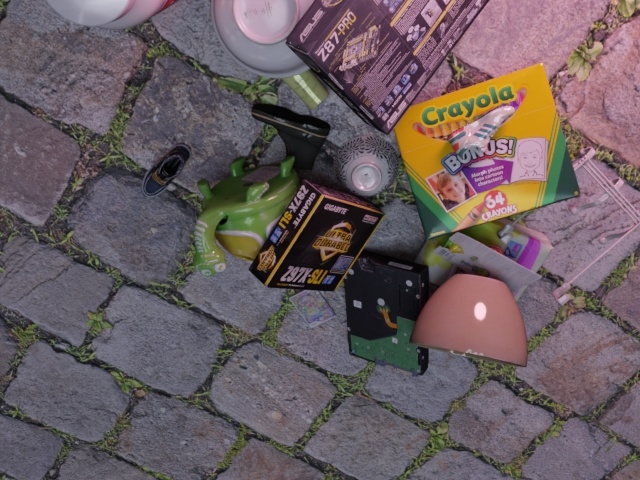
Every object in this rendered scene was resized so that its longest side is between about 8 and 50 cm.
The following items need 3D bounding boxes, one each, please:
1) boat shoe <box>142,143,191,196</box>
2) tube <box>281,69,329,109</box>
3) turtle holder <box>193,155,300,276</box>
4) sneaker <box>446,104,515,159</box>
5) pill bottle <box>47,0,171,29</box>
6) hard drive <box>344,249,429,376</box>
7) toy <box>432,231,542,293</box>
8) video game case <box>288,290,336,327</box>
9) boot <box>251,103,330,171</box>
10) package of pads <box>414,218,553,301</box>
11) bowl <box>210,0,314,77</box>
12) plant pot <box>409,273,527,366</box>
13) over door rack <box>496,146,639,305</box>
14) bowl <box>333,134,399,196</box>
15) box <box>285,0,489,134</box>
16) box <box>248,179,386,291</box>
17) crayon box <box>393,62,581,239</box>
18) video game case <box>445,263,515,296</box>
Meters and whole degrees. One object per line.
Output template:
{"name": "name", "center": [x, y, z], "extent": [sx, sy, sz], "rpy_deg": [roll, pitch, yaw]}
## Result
{"name": "boat shoe", "center": [-0.407, -0.170, 1.683], "extent": [0.065, 0.083, 0.183], "rpy_deg": [39, 114, -16]}
{"name": "tube", "center": [-0.080, -0.416, 1.551], "extent": [0.240, 0.062, 0.070], "rpy_deg": [48, 67, -13]}
{"name": "turtle holder", "center": [-0.162, -0.052, 1.599], "extent": [0.243, 0.320, 0.227], "rpy_deg": [-7, 118, 14]}
{"name": "sneaker", "center": [0.368, -0.239, 1.466], "extent": [0.161, 0.057, 0.075], "rpy_deg": [-27, 89, 16]}
{"name": "pill bottle", "center": [-0.394, -0.549, 1.297], "extent": [0.229, 0.407, 0.229], "rpy_deg": [2, 118, 3]}
{"name": "hard drive", "center": [0.182, 0.198, 1.802], "extent": [0.237, 0.064, 0.338], "rpy_deg": [13, 122, 32]}
{"name": "toy", "center": [0.413, 0.043, 1.623], "extent": [0.237, 0.056, 0.137], "rpy_deg": [25, 152, -8]}
{"name": "video game case", "center": [-0.023, 0.191, 1.895], "extent": [0.087, 0.011, 0.122], "rpy_deg": [-28, 113, 16]}
{"name": "boot", "center": [-0.089, -0.251, 1.632], "extent": [0.198, 0.077, 0.137], "rpy_deg": [18, 123, -5]}
{"name": "package of pads", "center": [0.424, 0.043, 1.741], "extent": [0.297, 0.101, 0.229], "rpy_deg": [22, 116, -8]}
{"name": "bowl", "center": [-0.109, -0.503, 1.432], "extent": [0.298, 0.134, 0.297], "rpy_deg": [1, 106, 5]}
{"name": "plant pot", "center": [0.375, 0.189, 1.612], "extent": [0.284, 0.284, 0.190], "rpy_deg": [13, 80, -4]}
{"name": "over door rack", "center": [0.625, -0.040, 1.644], "extent": [0.239, 0.108, 0.324], "rpy_deg": [45, 92, -6]}
{"name": "bowl", "center": [0.115, -0.173, 1.655], "extent": [0.170, 0.080, 0.170], "rpy_deg": [2, 118, 3]}
{"name": "box", "center": [0.157, -0.458, 1.342], "extent": [0.395, 0.097, 0.318], "rpy_deg": [-53, 140, 4]}
{"name": "box", "center": [0.000, 0.000, 1.612], "extent": [0.079, 0.322, 0.257], "rpy_deg": [42, 105, 28]}
{"name": "crayon box", "center": [0.381, -0.203, 1.547], "extent": [0.363, 0.106, 0.313], "rpy_deg": [-17, 92, 11]}
{"name": "video game case", "center": [0.407, 0.156, 1.730], "extent": [0.184, 0.023, 0.201], "rpy_deg": [15, 116, -4]}
